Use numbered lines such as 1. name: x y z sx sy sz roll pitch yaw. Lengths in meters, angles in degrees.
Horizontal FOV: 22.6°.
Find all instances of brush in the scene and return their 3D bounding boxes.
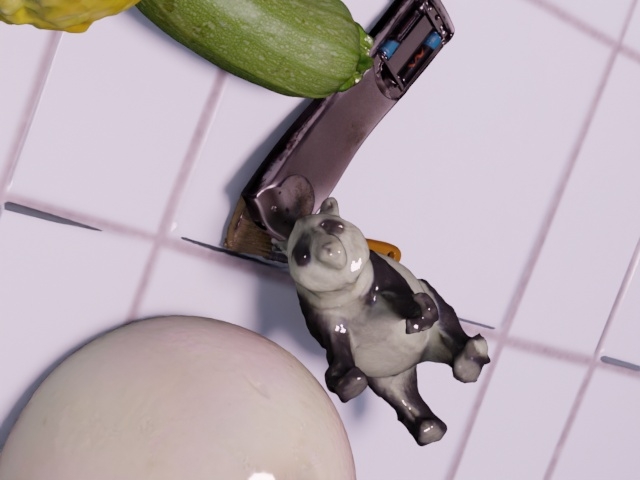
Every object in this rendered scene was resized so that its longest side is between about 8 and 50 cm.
1. brush: 0.000 0.000 1.126 0.170 0.014 0.043 13 99 -44

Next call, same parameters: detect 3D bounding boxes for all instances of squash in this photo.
1. squash: -0.047 -0.143 0.987 0.219 0.068 0.077 22 87 -45

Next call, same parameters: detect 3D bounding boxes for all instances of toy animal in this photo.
1. toy animal: 0.037 0.050 1.088 0.094 0.121 0.225 -40 149 8

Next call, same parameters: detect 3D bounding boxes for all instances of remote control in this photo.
1. remote control: 0.022 -0.089 1.091 0.212 0.028 0.059 -53 135 -19

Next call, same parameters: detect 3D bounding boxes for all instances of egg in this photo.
1. egg: -0.078 0.165 1.003 0.271 0.161 0.206 -42 120 -26

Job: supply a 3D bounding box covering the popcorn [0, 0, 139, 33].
1. popcorn: -0.147 -0.215 0.812 0.212 0.198 0.198 39 79 -18
